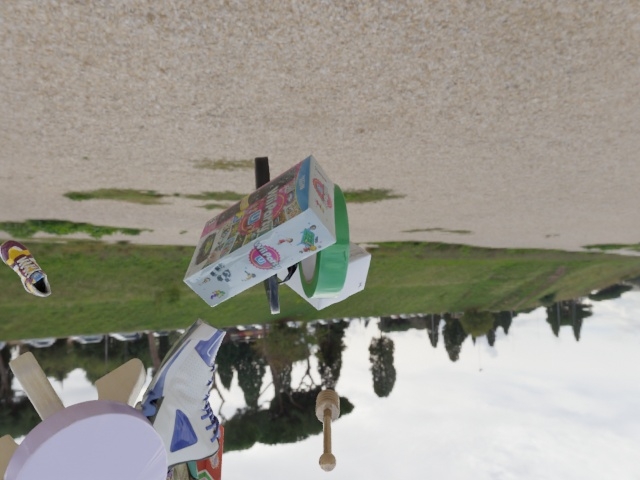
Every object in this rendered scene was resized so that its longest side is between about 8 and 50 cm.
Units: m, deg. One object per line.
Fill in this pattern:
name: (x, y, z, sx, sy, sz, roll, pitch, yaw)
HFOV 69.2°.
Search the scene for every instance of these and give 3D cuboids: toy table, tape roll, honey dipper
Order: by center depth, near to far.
honey dipper: (0.007, 0.212, 0.527, 0.031, 0.030, 0.160, -2, -178, 2)
toy table: (-0.321, 0.272, 0.612, 0.252, 0.274, 0.161, -21, -140, -41)
tape roll: (0.000, 0.000, 1.284, 0.077, 0.320, 0.321, 0, 176, -13)

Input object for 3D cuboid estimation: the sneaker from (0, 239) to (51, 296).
sneaker: (-0.820, 0.079, 1.305, 0.084, 0.185, 0.069, 11, -137, 32)

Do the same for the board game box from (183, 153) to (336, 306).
board game box: (-0.118, -0.022, 0.962, 0.304, 0.097, 0.224, -28, -149, 18)

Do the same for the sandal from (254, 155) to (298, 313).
sandal: (-0.118, -0.025, 1.278, 0.107, 0.445, 0.167, -4, 167, -9)

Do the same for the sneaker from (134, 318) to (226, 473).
sneaker: (-0.258, 0.325, 0.925, 0.182, 0.315, 0.127, 34, 171, -14)

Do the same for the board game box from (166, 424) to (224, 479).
board game box: (-0.356, 0.618, 1.128, 0.242, 0.064, 0.316, -33, -156, 5)

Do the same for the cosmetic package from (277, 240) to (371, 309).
cosmetic package: (-0.064, 0.039, 1.694, 0.230, 0.161, 0.453, -20, -139, -40)

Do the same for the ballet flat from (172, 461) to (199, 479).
ballet flat: (-0.281, 0.520, 0.980, 0.052, 0.057, 0.168, -36, -145, -5)
